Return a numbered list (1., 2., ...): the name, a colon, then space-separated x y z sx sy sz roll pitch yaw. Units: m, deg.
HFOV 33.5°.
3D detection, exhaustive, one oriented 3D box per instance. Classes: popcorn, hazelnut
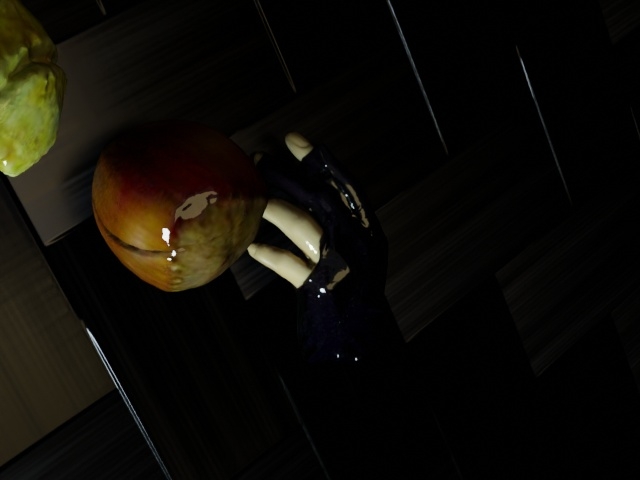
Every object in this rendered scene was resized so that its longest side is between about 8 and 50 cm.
1. popcorn: -0.362 -0.169 1.088 0.221 0.184 0.204 59 33 -20
2. hazelnut: -0.174 -0.049 1.237 0.208 0.208 0.208 -3 95 -34

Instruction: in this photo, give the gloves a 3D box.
1. gloves: 0.007 0.003 1.388 0.301 0.152 0.197 61 34 -6
